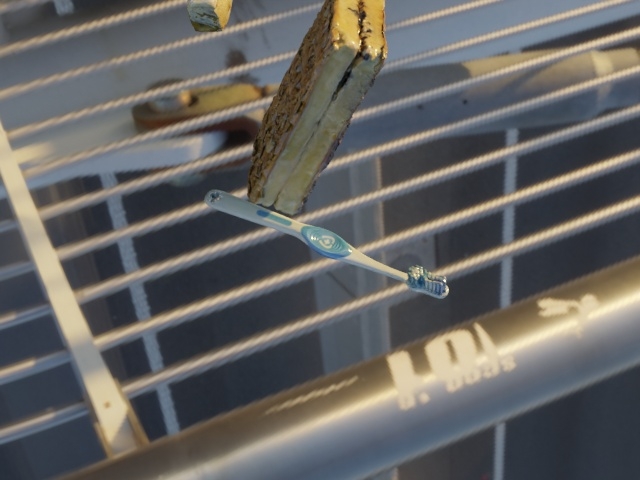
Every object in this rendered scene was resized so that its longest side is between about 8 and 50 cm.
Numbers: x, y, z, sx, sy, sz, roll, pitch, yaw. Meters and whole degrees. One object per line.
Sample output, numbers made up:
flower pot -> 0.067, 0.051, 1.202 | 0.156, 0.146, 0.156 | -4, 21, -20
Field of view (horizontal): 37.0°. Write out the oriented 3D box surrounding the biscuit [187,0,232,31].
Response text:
biscuit -> -0.132, -0.354, 1.199 | 0.052, 0.188, 0.056 | 3, 161, 7

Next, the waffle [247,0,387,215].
waffle -> -0.009, -0.206, 1.404 | 0.091, 0.213, 0.308 | 21, 126, -13

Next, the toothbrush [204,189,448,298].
toothbrush -> 0.001, 0.003, 1.330 | 0.040, 0.386, 0.040 | -47, 149, -41
